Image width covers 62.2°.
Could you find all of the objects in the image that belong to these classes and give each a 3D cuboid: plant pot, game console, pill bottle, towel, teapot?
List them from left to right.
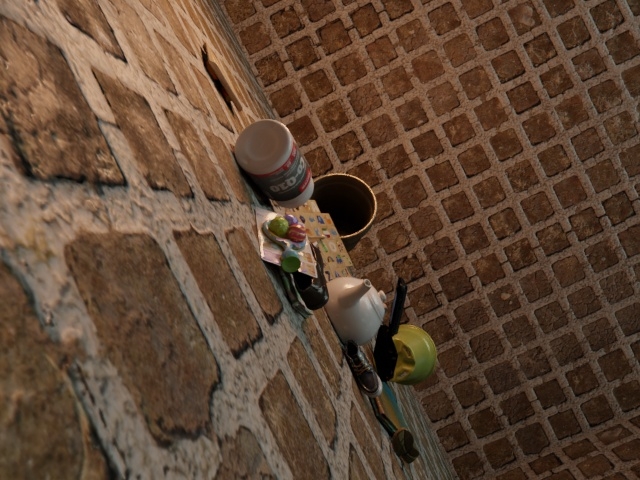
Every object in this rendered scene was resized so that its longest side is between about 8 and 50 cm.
[{"bbox_3d":[-0.118,-0.205,1.509,0.161,0.161,0.283,66,6,24],"label":"pill bottle"},{"bbox_3d":[-0.065,0.105,1.265,0.151,0.023,0.113,66,5,28],"label":"towel"},{"bbox_3d":[0.073,-0.079,2.296,0.280,0.324,0.323,89,-20,-60],"label":"plant pot"},{"bbox_3d":[0.128,0.219,1.742,0.252,0.187,0.256,63,4,-17],"label":"teapot"},{"bbox_3d":[0.215,0.552,1.819,0.370,0.040,0.271,56,8,-44],"label":"towel"},{"bbox_3d":[0.246,0.300,1.859,0.213,0.044,0.360,-99,-162,-74],"label":"game console"},{"bbox_3d":[0.347,0.508,2.310,0.275,0.276,0.254,65,17,16],"label":"plant pot"}]

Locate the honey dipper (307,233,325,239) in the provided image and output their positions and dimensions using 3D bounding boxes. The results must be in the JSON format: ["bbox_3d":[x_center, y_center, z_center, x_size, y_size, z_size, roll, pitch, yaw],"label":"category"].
[{"bbox_3d":[-0.028,-0.010,1.840,0.161,0.031,0.030,3,59,-61],"label":"honey dipper"}]

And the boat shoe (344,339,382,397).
[{"bbox_3d":[0.120,0.380,1.580,0.083,0.065,0.183,58,1,-39],"label":"boat shoe"}]

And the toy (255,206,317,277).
[{"bbox_3d":[-0.074,-0.016,1.232,0.137,0.056,0.237,20,29,-21],"label":"toy"}]

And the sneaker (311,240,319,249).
[{"bbox_3d":[-0.030,0.053,1.686,0.074,0.063,0.170,63,10,-7],"label":"sneaker"}]

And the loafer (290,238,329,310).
[{"bbox_3d":[-0.035,0.061,1.253,0.078,0.080,0.220,57,7,-45],"label":"loafer"}]

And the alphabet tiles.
[{"bbox_3d":[0.000,0.000,1.913,0.285,0.011,0.342,-3,65,-58],"label":"alphabet tiles"}]

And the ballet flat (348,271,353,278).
[{"bbox_3d":[0.042,0.125,1.973,0.315,0.108,0.106,59,24,4],"label":"ballet flat"}]

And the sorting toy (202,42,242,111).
[{"bbox_3d":[-0.334,-0.544,1.777,0.193,0.038,0.208,60,2,-41],"label":"sorting toy"}]

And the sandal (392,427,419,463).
[{"bbox_3d":[0.263,0.644,1.677,0.049,0.072,0.180,46,-12,50],"label":"sandal"}]
